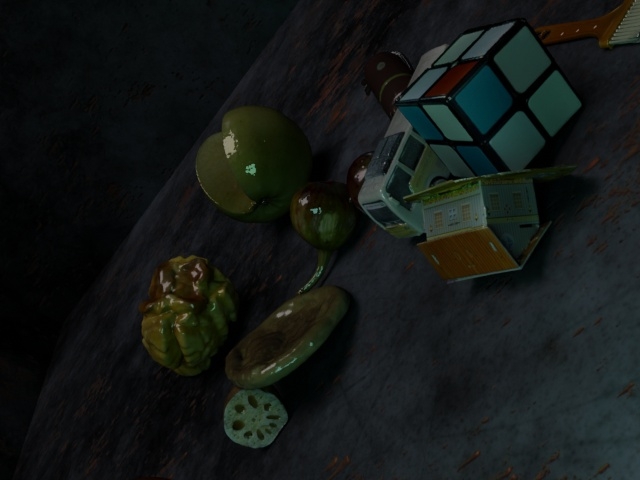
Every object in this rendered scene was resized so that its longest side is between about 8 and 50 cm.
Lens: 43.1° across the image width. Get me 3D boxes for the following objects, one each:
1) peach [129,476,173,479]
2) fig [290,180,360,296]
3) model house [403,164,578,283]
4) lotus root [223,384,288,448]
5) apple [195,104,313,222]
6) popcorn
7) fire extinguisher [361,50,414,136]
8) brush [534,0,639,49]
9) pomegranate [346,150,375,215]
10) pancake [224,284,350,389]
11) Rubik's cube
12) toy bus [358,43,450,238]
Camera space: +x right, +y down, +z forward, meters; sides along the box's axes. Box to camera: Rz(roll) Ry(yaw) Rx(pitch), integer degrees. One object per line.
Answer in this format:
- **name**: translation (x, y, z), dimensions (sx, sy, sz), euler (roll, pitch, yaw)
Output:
- **peach**: translation (-0.298, 0.547, 1.419), dimensions (0.252, 0.252, 0.252), euler (-46, 25, 29)
- **fig**: translation (0.000, 0.000, 1.645), dimensions (0.149, 0.149, 0.245), euler (-157, 74, -68)
- **model house**: translation (0.249, -0.017, 1.130), dimensions (0.219, 0.207, 0.136), euler (-14, 81, 56)
- **lotus root**: translation (-0.126, 0.312, 1.498), dimensions (0.122, 0.112, 0.081), euler (-54, 21, 13)
- **apple**: translation (-0.162, -0.183, 1.997), dimensions (0.292, 0.292, 0.254), euler (-40, 52, 39)
- **popcorn**: translation (-0.321, 0.199, 1.955), dimensions (0.265, 0.225, 0.332), euler (-75, 3, -61)
- **fire extinguisher**: translation (0.153, -0.313, 1.715), dimensions (0.141, 0.105, 0.341), euler (-50, 26, 17)
- **brush**: translation (0.421, -0.337, 1.295), dimensions (0.090, 0.017, 0.314), euler (-58, 21, -5)
- **pomegranate**: translation (0.117, -0.121, 1.518), dimensions (0.159, 0.129, 0.129), euler (-59, 22, -1)
- **pancake**: translation (-0.066, 0.176, 1.518), dimensions (0.294, 0.049, 0.294), euler (-35, 11, 8)
- **Rubik's cube**: translation (0.253, -0.210, 1.234), dimensions (0.180, 0.167, 0.183), euler (-45, 19, -7)
- **toy bus**: translation (0.186, -0.176, 1.426), dimensions (0.097, 0.138, 0.342), euler (-8, 53, 60)
